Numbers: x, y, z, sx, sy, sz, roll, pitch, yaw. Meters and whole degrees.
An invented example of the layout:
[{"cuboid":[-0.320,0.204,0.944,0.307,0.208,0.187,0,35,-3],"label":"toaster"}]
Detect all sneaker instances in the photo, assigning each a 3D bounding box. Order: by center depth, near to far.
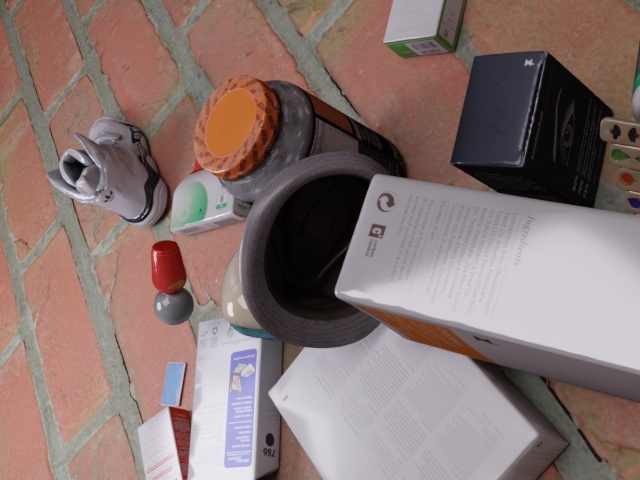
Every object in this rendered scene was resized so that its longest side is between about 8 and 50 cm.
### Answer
[{"cuboid":[-0.479,-0.182,1.810,0.137,0.210,0.366,-51,48,16],"label":"sneaker"}]

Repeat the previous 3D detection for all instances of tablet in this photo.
[{"cuboid":[-0.281,0.274,1.598,0.054,0.006,0.083,-7,69,41],"label":"tablet"}]

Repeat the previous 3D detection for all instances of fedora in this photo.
[{"cuboid":[0.000,0.000,1.169,0.124,0.244,0.275,-126,40,-65],"label":"fedora"}]

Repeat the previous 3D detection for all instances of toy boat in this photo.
[{"cuboid":[-0.125,0.077,1.368,0.318,0.267,0.148,3,118,11],"label":"toy boat"}]

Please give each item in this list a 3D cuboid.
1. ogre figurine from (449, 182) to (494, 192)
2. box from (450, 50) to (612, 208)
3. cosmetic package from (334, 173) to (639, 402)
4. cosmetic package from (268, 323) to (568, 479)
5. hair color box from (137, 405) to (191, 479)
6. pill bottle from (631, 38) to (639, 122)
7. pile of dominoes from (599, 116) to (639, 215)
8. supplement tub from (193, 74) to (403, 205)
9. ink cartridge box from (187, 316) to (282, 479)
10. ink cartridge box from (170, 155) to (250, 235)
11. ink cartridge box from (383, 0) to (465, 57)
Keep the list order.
[{"cuboid":[0.192,-0.013,1.210,0.197,0.097,0.118,-14,58,32],"label":"ogre figurine"},{"cuboid":[0.281,-0.138,1.100,0.108,0.207,0.153,7,79,44],"label":"box"},{"cuboid":[0.274,0.068,0.945,0.453,0.230,0.161,12,77,32],"label":"cosmetic package"},{"cuboid":[0.116,0.248,1.183,0.284,0.097,0.377,-51,47,12],"label":"cosmetic package"},{"cuboid":[-0.271,0.397,1.510,0.093,0.053,0.167,-37,51,25],"label":"hair color box"},{"cuboid":[0.490,-0.307,0.977,0.204,0.204,0.360,2,75,43],"label":"pill bottle"},{"cuboid":[0.425,-0.034,0.933,0.196,0.040,0.251,-4,116,46],"label":"pile of dominoes"},{"cuboid":[-0.030,-0.126,1.305,0.194,0.316,0.193,-18,63,38],"label":"supplement tub"},{"cuboid":[-0.146,0.291,1.429,0.165,0.065,0.332,-14,64,38],"label":"ink cartridge box"},{"cuboid":[-0.213,-0.132,1.661,0.181,0.056,0.224,-14,67,38],"label":"ink cartridge box"},{"cuboid":[0.185,-0.416,1.397,0.109,0.062,0.209,4,77,43],"label":"ink cartridge box"}]
